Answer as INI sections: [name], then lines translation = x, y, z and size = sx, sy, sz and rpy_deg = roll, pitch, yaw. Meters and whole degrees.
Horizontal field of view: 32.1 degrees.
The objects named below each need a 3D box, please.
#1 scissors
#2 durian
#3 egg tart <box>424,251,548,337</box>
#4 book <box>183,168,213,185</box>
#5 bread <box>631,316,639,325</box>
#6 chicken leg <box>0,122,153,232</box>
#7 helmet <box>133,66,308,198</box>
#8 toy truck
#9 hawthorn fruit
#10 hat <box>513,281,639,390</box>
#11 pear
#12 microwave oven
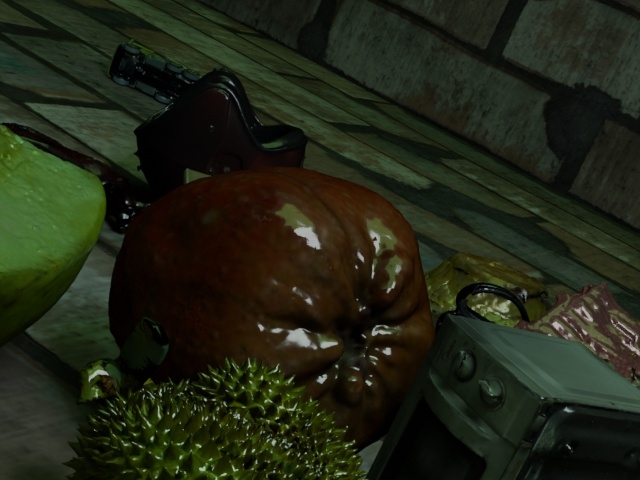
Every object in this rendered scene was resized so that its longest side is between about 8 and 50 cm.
[scissors]
translation = 0.272, 0.161, 1.325
size = 0.300, 0.109, 0.022
rpy_deg = 35, 9, -7
[durian]
translation = -0.068, 0.158, 0.690
size = 0.198, 0.146, 0.159
rpy_deg = 16, 32, -6
[egg tart]
translation = 0.212, 0.082, 1.438
size = 0.241, 0.105, 0.241
rpy_deg = 20, 14, -5
[book]
translation = -0.065, 0.007, 1.271
size = 0.192, 0.013, 0.168
rpy_deg = 16, 47, -29
[bread]
translation = 0.419, 0.140, 1.608
size = 0.106, 0.082, 0.125
rpy_deg = 29, 2, -26
[chicken leg]
translation = -0.296, -0.079, 1.255
size = 0.234, 0.063, 0.105
rpy_deg = 26, -4, 6
[helmet]
translation = -0.125, -0.114, 1.390
size = 0.216, 0.193, 0.189
rpy_deg = 6, 13, -4
[toy truck]
translation = -0.282, -0.294, 1.974
size = 0.169, 0.077, 0.100
rpy_deg = 23, 18, -1
[hawthorn fruit]
translation = -0.043, 0.056, 0.872
size = 0.262, 0.258, 0.258
rpy_deg = 20, 12, 26
[hat]
translation = 0.324, 0.178, 1.202
size = 0.237, 0.107, 0.286
rpy_deg = -30, 66, -30
[pear]
translation = -0.304, 0.013, 0.746
size = 0.286, 0.176, 0.282
rpy_deg = 28, 18, -22
[microwave oven]
translation = 0.131, 0.178, 0.796
size = 0.163, 0.205, 0.129
rpy_deg = 13, 19, -34
